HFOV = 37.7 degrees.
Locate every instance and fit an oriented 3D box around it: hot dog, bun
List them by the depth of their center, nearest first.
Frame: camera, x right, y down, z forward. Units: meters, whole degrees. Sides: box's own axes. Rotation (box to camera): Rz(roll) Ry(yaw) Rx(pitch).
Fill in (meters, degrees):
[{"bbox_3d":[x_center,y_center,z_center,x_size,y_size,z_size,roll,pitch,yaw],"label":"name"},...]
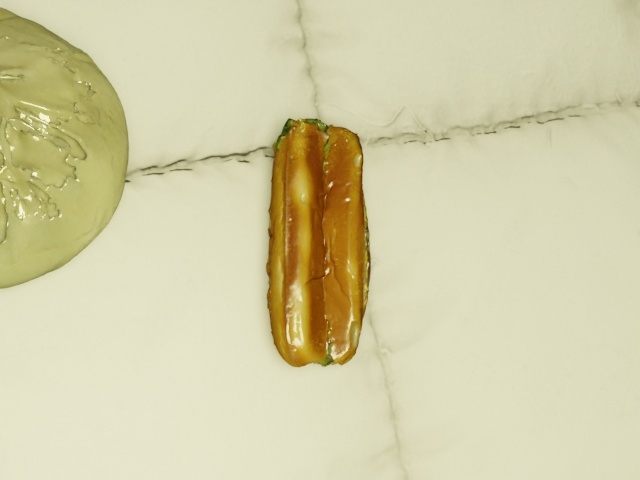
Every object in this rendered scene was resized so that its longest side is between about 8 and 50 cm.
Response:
[{"bbox_3d":[-0.311,-0.092,0.848,0.287,0.146,0.287,6,73,-19],"label":"bun"},{"bbox_3d":[0.000,0.000,0.962,0.115,0.072,0.269,7,72,-15],"label":"hot dog"}]
